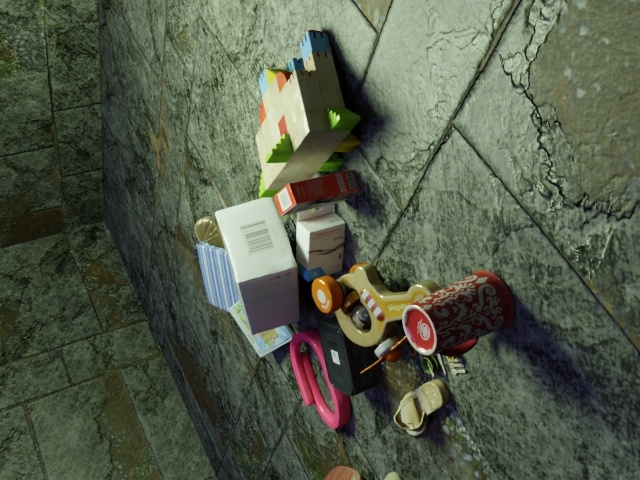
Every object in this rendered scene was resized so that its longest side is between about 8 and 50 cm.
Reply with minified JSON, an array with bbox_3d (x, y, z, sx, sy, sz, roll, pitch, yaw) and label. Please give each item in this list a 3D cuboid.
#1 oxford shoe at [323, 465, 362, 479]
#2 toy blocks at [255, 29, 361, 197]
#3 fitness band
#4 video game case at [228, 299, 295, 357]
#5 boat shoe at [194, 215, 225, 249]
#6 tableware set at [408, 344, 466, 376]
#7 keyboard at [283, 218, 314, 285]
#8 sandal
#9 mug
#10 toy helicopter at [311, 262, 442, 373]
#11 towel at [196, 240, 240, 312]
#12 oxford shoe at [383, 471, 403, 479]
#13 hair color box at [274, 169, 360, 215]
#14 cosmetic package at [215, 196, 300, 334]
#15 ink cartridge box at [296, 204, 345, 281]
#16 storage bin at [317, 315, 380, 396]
[{"bbox_3d":[0.051,0.780,1.925,0.146,0.140,0.397,39,143,-2],"label":"oxford shoe"},{"bbox_3d":[-0.059,-0.292,1.462,0.381,0.190,0.261,137,124,-59],"label":"toy blocks"},{"bbox_3d":[0.000,0.394,1.845,0.209,0.054,0.291,-21,88,60],"label":"fitness band"},{"bbox_3d":[-0.188,0.259,2.043,0.193,0.023,0.212,56,138,2],"label":"video game case"},{"bbox_3d":[-0.332,0.057,2.221,0.302,0.109,0.098,64,-170,-7],"label":"boat shoe"},{"bbox_3d":[0.235,0.232,1.345,0.154,0.024,0.104,-22,86,63],"label":"tableware set"},{"bbox_3d":[-0.073,0.042,1.789,0.192,0.038,0.100,66,152,15],"label":"keyboard"},{"bbox_3d":[0.199,0.380,1.433,0.088,0.079,0.240,59,150,24],"label":"sandal"},{"bbox_3d":[0.240,0.146,1.129,0.113,0.169,0.150,6,110,60],"label":"mug"},{"bbox_3d":[0.140,0.159,1.365,0.355,0.140,0.235,-18,89,58],"label":"toy helicopter"},{"bbox_3d":[-0.261,0.141,2.091,0.336,0.040,0.243,15,122,37],"label":"towel"},{"bbox_3d":[0.185,0.716,1.654,0.130,0.122,0.348,-97,12,-46],"label":"oxford shoe"},{"bbox_3d":[-0.007,-0.106,1.441,0.093,0.167,0.053,-32,76,62],"label":"hair color box"},{"bbox_3d":[-0.156,0.078,1.703,0.385,0.156,0.217,93,159,-62],"label":"cosmetic package"},{"bbox_3d":[0.000,0.000,1.557,0.060,0.104,0.180,44,141,44],"label":"ink cartridge box"},{"bbox_3d":[0.070,0.281,1.611,0.122,0.084,0.180,7,112,61],"label":"storage bin"}]
